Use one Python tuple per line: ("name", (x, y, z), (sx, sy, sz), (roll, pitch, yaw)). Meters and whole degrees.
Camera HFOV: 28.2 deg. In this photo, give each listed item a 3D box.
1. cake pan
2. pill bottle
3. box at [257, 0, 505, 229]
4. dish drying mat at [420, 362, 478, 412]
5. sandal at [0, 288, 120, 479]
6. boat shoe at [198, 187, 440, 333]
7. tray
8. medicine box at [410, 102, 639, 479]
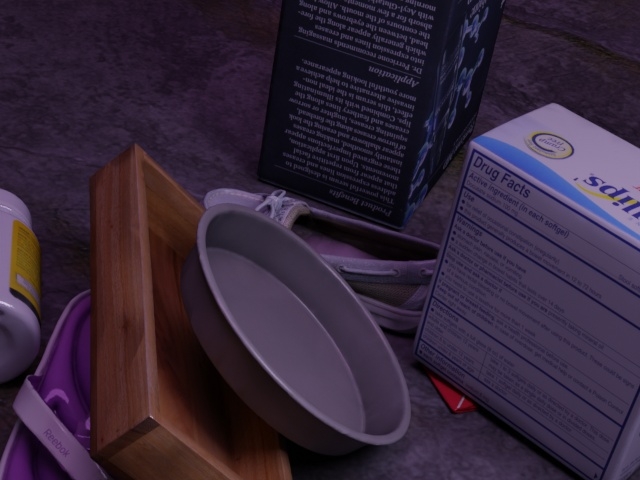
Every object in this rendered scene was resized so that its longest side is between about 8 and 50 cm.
("cake pan", (-0.028, 0.092, 1.255), (0.293, 0.054, 0.293), (42, 21, -20))
("pill bottle", (-0.349, 0.041, 1.317), (0.119, 0.119, 0.208), (1, 36, -12))
("box", (0.094, -0.269, 1.614), (0.212, 0.395, 0.293), (21, 38, 14))
("dish drying mat", (0.138, 0.154, 1.369), (0.032, 0.008, 0.083), (-7, 39, -21))
("sandal", (-0.215, 0.167, 1.187), (0.169, 0.102, 0.416), (2, 37, -10))
("boat shoe", (0.000, 0.002, 1.467), (0.320, 0.103, 0.118), (24, 38, 19))
("tray", (-0.132, 0.097, 1.232), (0.076, 0.203, 0.411), (-35, 34, 15))
("medicine box", (0.260, 0.055, 1.284), (0.263, 0.289, 0.149), (35, 41, 29))
